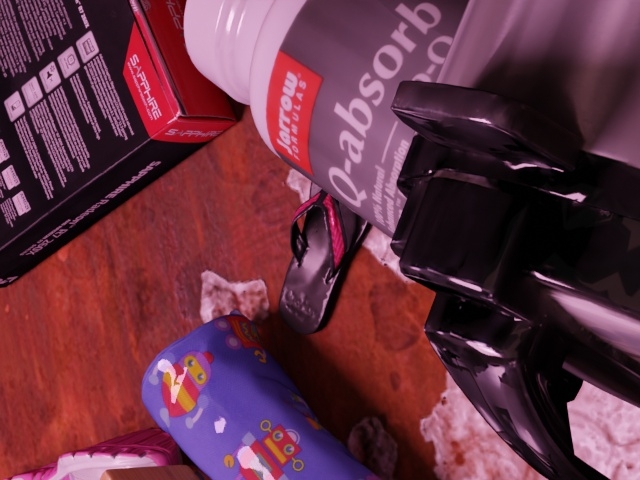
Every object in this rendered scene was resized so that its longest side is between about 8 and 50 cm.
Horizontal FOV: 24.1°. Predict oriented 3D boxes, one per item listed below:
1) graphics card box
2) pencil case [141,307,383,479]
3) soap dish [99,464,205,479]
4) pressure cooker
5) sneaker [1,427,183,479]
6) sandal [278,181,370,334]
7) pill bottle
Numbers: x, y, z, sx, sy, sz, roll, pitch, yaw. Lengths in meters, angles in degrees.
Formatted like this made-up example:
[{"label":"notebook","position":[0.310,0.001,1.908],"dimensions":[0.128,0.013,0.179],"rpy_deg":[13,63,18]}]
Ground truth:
[{"label":"graphics card box","position":[-0.267,-0.128,1.457],"dimensions":[0.371,0.094,0.232],"rpy_deg":[-33,74,32]},{"label":"pencil case","position":[-0.022,0.196,1.274],"dimensions":[0.119,0.133,0.306],"rpy_deg":[-46,65,3]},{"label":"soap dish","position":[-0.106,0.350,1.297],"dimensions":[0.291,0.118,0.229],"rpy_deg":[50,145,20]},{"label":"pressure cooker","position":[0.242,-0.045,0.793],"dimensions":[0.370,0.375,0.420],"rpy_deg":[23,86,8]},{"label":"sneaker","position":[-0.216,0.256,1.443],"dimensions":[0.252,0.103,0.111],"rpy_deg":[-26,81,41]},{"label":"sandal","position":[0.000,0.000,1.295],"dimensions":[0.067,0.040,0.179],"rpy_deg":[27,108,33]},{"label":"pill bottle","position":[0.078,-0.110,1.126],"dimensions":[0.363,0.210,0.210],"rpy_deg":[36,113,30]}]
